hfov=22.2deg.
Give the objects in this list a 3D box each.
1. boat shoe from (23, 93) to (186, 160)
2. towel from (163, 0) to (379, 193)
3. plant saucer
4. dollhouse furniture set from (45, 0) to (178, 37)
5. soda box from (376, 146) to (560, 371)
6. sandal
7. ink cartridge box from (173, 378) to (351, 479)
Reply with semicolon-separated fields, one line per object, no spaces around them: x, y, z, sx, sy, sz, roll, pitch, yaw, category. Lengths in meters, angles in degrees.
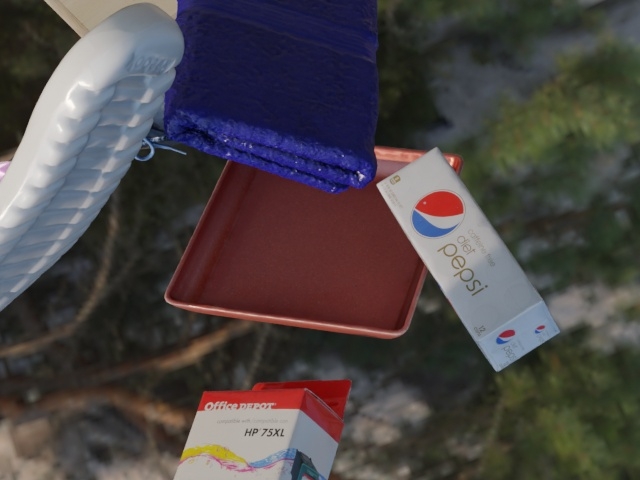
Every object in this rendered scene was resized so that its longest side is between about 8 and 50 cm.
-0.208;-0.124;1.749;0.258;0.109;0.089;-19;-172;37;boat shoe
-0.050;-0.188;1.698;0.228;0.308;0.076;14;136;-14;towel
0.000;0.000;1.716;0.258;0.259;0.047;7;139;17;plant saucer
-0.254;-0.410;1.888;0.198;0.303;0.286;-32;136;12;dollhouse furniture set
0.138;0.015;1.552;0.074;0.216;0.069;-33;144;2;soda box
-0.248;-0.062;1.391;0.416;0.102;0.169;-49;166;32;sandal
-0.065;0.222;1.599;0.134;0.231;0.078;-6;144;35;ink cartridge box
